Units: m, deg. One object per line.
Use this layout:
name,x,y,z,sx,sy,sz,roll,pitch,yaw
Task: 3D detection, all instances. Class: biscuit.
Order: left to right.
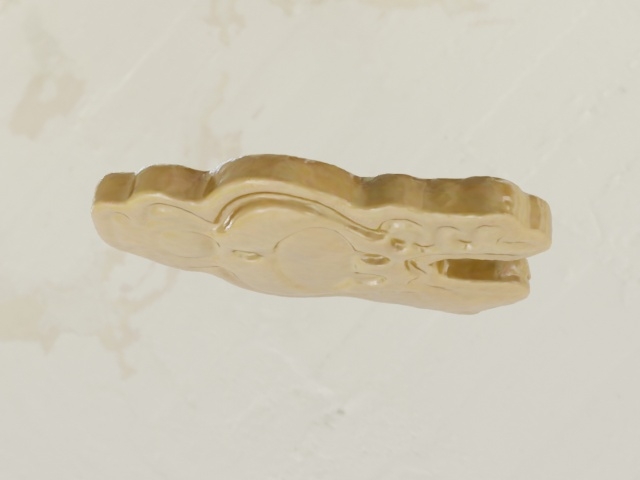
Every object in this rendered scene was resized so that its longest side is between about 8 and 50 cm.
biscuit,-0.001,-0.002,0.679,0.236,0.144,0.040,4,-119,-1
